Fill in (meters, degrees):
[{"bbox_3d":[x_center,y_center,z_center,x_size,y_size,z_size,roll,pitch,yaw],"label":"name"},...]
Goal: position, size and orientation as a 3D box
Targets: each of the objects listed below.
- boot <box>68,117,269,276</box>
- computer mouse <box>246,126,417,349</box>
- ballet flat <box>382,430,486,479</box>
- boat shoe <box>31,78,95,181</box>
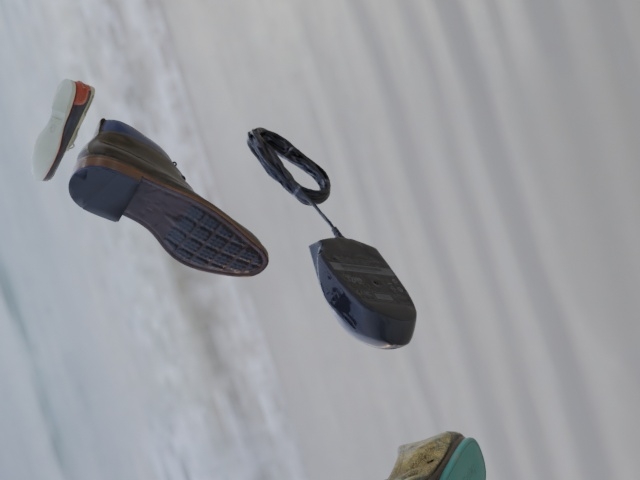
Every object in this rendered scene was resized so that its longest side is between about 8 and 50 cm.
[{"bbox_3d":[-0.144,-0.048,1.950,0.082,0.219,0.106,-48,23,33],"label":"boot"},{"bbox_3d":[0.000,0.000,1.465,0.041,0.071,0.242,-58,43,27],"label":"computer mouse"},{"bbox_3d":[0.087,0.294,2.053,0.348,0.123,0.123,-40,-65,-69],"label":"ballet flat"},{"bbox_3d":[-0.323,-0.136,2.442,0.049,0.043,0.137,27,99,42],"label":"boat shoe"}]
